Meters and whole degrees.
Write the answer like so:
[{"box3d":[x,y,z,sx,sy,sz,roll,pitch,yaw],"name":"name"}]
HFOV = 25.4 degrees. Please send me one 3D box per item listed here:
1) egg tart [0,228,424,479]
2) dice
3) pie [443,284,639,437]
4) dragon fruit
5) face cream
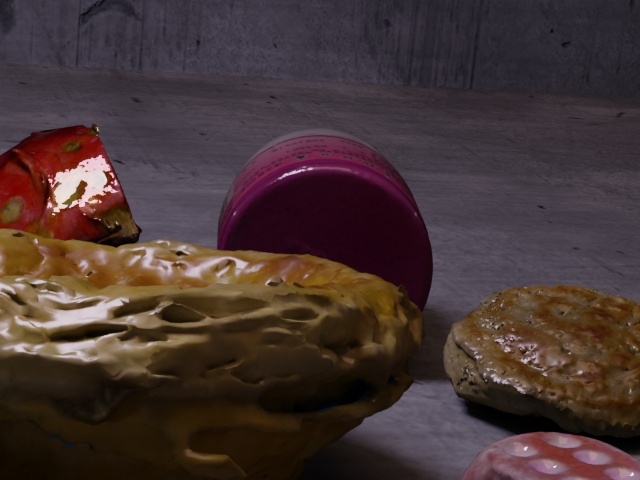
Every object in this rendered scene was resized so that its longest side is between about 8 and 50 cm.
[{"box3d":[-0.129,0.077,0.858,0.387,0.169,0.388,7,7,-1],"name":"egg tart"},{"box3d":[0.132,0.164,0.785,0.094,0.091,0.093,-4,17,-35],"name":"dice"},{"box3d":[0.192,0.099,1.098,0.193,0.079,0.163,9,25,8],"name":"pie"},{"box3d":[-0.249,-0.016,1.133,0.161,0.126,0.274,-22,-2,-19],"name":"dragon fruit"},{"box3d":[0.000,0.000,1.204,0.175,0.175,0.195,5,16,-4],"name":"face cream"}]
